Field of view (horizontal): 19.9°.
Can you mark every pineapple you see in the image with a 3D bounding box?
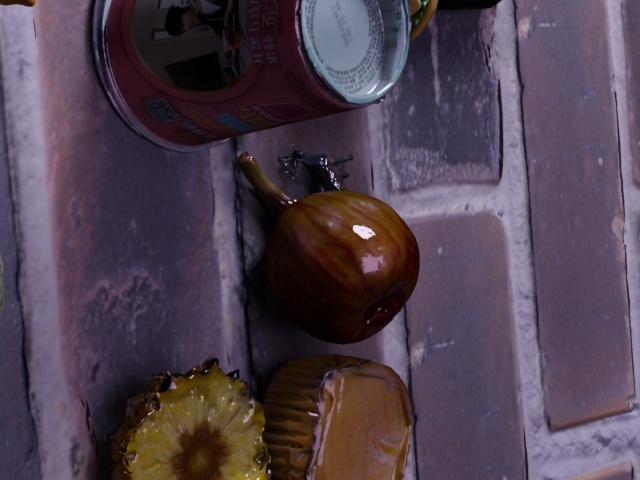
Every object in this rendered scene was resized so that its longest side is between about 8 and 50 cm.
[{"bbox_3d":[-0.139,0.221,1.827,0.224,0.076,0.225,-2,93,-45],"label":"pineapple"}]

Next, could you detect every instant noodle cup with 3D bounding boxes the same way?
[{"bbox_3d":[-0.057,-0.205,1.804,0.244,0.255,0.244,-1,91,-47],"label":"instant noodle cup"}]

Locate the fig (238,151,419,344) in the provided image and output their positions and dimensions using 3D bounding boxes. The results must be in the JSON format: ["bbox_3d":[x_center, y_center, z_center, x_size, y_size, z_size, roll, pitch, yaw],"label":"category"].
[{"bbox_3d":[0.004,0.006,1.950,0.175,0.207,0.175,-36,151,-23],"label":"fig"}]

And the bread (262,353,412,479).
[{"bbox_3d":[0.008,0.219,1.962,0.199,0.104,0.199,-4,95,-49],"label":"bread"}]

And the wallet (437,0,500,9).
[{"bbox_3d":[0.175,-0.323,2.125,0.236,0.160,0.055,-4,60,-45],"label":"wallet"}]

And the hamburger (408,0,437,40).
[{"bbox_3d":[0.053,-0.286,1.993,0.115,0.162,0.162,-12,97,-45],"label":"hamburger"}]

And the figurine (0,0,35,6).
[{"bbox_3d":[-0.281,-0.394,1.637,0.215,0.187,0.344,29,71,-67],"label":"figurine"}]

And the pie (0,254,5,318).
[{"bbox_3d":[-0.382,0.064,1.565,0.274,0.105,0.257,-40,125,-39],"label":"pie"}]

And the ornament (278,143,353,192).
[{"bbox_3d":[0.003,-0.070,2.006,0.125,0.028,0.073,10,51,-50],"label":"ornament"}]
